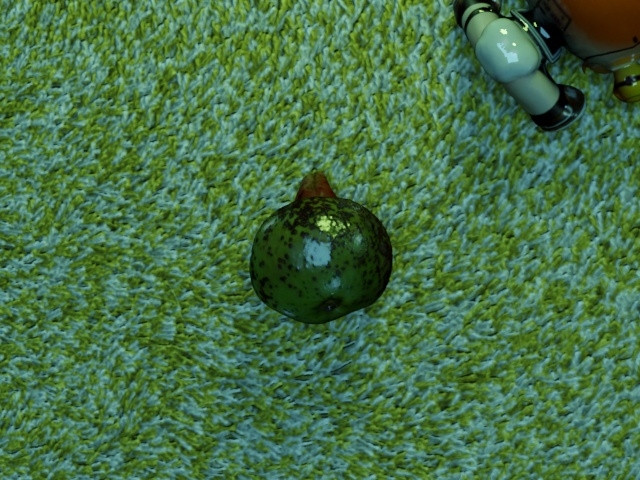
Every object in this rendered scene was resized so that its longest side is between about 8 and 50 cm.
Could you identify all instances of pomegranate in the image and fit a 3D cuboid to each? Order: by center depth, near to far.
[{"bbox_3d":[0.000,0.000,1.438,0.214,0.214,0.248,-10,55,9],"label":"pomegranate"}]

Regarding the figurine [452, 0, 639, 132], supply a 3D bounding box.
[{"bbox_3d":[0.365,-0.338,1.340,0.323,0.196,0.320,-41,81,19],"label":"figurine"}]
